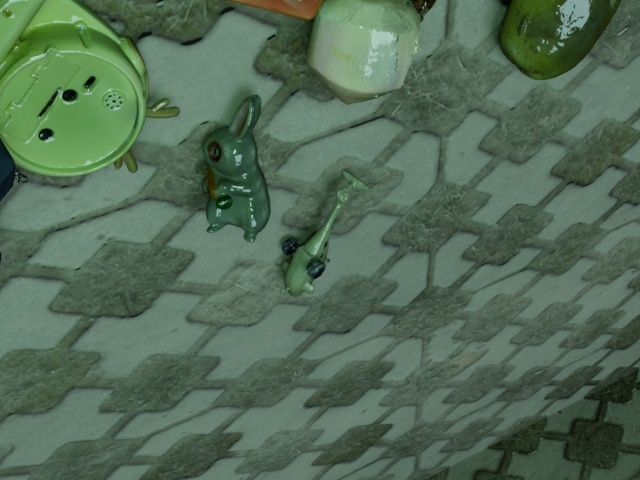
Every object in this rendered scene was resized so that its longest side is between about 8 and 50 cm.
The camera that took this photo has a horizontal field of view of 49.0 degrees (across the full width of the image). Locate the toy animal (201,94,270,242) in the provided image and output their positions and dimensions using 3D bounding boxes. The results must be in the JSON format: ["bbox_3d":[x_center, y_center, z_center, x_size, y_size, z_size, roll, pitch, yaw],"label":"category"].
[{"bbox_3d":[-0.139,-0.120,1.143,0.108,0.138,0.236,4,111,13],"label":"toy animal"}]

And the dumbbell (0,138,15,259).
[{"bbox_3d":[-0.473,-0.029,0.867,0.160,0.144,0.325,5,151,-27],"label":"dumbbell"}]

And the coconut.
[{"bbox_3d":[0.065,-0.285,1.048,0.170,0.171,0.183,-13,132,-24],"label":"coconut"}]

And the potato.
[{"bbox_3d":[0.411,-0.391,1.198,0.197,0.148,0.228,32,111,-32],"label":"potato"}]

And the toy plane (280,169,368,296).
[{"bbox_3d":[0.000,0.000,1.354,0.108,0.092,0.286,-21,144,-49],"label":"toy plane"}]

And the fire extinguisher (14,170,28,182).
[{"bbox_3d":[-0.470,-0.090,0.991,0.100,0.032,0.046,-20,104,-16],"label":"fire extinguisher"}]

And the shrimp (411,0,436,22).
[{"bbox_3d":[0.130,-0.407,1.065,0.147,0.035,0.195,3,148,-19],"label":"shrimp"}]

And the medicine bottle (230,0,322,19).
[{"bbox_3d":[-0.090,-0.382,0.888,0.222,0.112,0.149,1,128,-35],"label":"medicine bottle"}]

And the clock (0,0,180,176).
[{"bbox_3d":[-0.333,-0.186,0.930,0.235,0.096,0.308,-48,139,16],"label":"clock"}]
